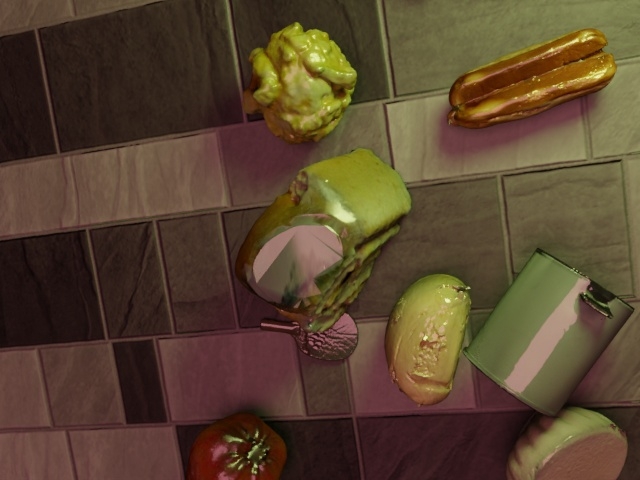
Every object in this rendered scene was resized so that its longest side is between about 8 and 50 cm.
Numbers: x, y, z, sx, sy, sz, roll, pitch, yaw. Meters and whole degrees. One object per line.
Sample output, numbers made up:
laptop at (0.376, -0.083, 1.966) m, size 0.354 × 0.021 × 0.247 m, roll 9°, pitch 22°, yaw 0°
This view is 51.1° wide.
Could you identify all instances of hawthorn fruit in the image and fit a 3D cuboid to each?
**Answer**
hawthorn fruit at (-0.215, 0.528, 1.573) m, size 0.261 × 0.224 × 0.224 m, roll -40°, pitch 87°, yaw 36°

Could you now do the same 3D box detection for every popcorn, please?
popcorn at (-0.040, -0.327, 1.409) m, size 0.255 × 0.195 × 0.256 m, roll 7°, pitch 118°, yaw 18°

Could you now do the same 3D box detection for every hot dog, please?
hot dog at (0.410, -0.313, 1.345) m, size 0.338 × 0.100 × 0.135 m, roll -19°, pitch 85°, yaw 15°

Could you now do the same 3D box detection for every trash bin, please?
trash bin at (0.446, 0.180, 1.326) m, size 0.217 × 0.277 × 0.262 m, roll 33°, pitch 97°, yaw -1°

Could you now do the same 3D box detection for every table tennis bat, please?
table tennis bat at (-0.027, 0.212, 1.571) m, size 0.235 × 0.022 × 0.130 m, roll 8°, pitch 100°, yaw 11°

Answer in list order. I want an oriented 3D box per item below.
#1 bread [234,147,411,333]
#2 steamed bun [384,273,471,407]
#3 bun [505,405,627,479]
bread at (0.003, -0.006, 1.405) m, size 0.239 × 0.264 × 0.395 m, roll 37°, pitch 105°, yaw 13°
steamed bun at (0.215, 0.195, 1.395) m, size 0.166 × 0.232 × 0.272 m, roll 13°, pitch 105°, yaw 15°
bun at (0.487, 0.438, 1.405) m, size 0.263 × 0.175 × 0.263 m, roll -11°, pitch 120°, yaw -19°
